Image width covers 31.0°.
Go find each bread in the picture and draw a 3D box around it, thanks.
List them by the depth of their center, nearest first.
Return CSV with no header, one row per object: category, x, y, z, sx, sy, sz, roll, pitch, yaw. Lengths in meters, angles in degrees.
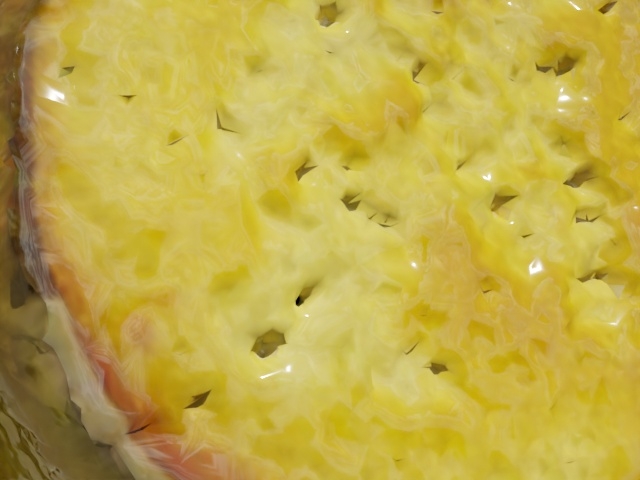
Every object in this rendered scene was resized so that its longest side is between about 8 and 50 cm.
bread,0.000,0.000,0.541,0.398,0.398,0.215,65,-23,2
